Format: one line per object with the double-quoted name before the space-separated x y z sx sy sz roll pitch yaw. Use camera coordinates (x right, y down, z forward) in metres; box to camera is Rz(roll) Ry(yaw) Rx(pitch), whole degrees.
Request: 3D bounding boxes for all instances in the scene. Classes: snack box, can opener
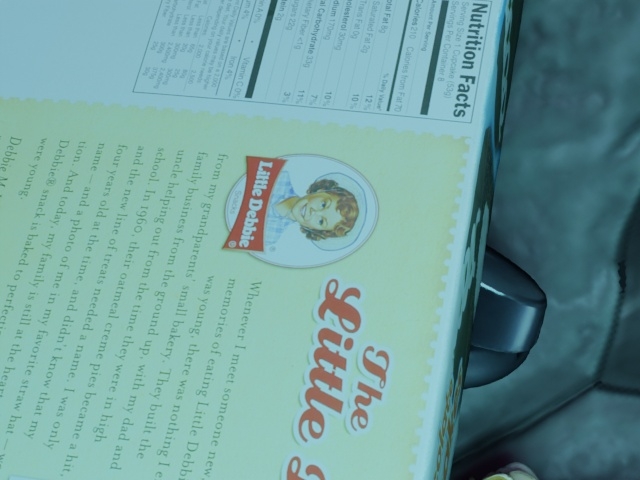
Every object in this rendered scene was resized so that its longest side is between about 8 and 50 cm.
"snack box" -0.043 0.016 0.467 0.187 0.060 0.322 6 61 12
"can opener" 0.000 0.000 0.549 0.186 0.059 0.073 27 120 15

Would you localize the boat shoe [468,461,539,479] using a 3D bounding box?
"boat shoe" 0.073 0.112 0.528 0.170 0.063 0.059 6 78 -16
